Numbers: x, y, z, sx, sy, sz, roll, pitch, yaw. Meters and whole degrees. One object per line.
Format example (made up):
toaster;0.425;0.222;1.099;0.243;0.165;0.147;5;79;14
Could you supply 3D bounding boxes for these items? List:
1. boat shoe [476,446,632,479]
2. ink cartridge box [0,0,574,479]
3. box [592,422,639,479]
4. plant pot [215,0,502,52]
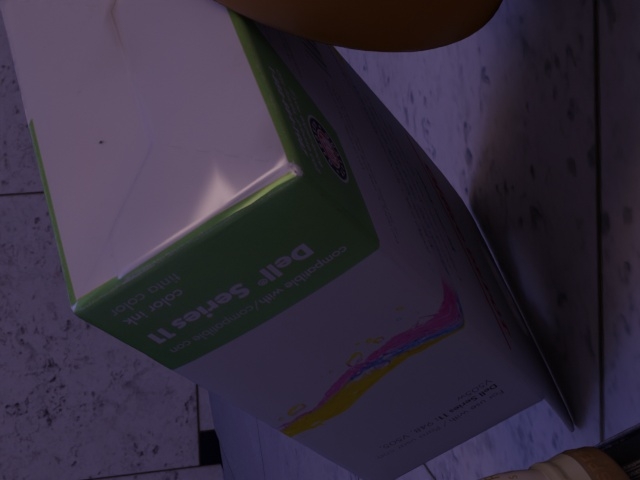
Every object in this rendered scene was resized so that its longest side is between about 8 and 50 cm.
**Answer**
boat shoe;0.094;0.234;0.459;0.109;0.098;0.302;-167;65;-79
ink cartridge box;0.000;0.000;0.659;0.353;0.119;0.207;41;-158;-51
box;0.203;0.185;0.364;0.395;0.097;0.318;111;147;-68
plant pot;0.024;-0.217;0.512;0.188;0.205;0.205;-63;37;42
